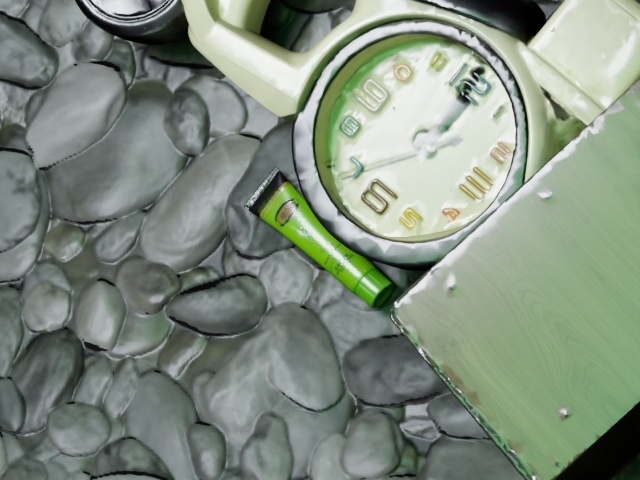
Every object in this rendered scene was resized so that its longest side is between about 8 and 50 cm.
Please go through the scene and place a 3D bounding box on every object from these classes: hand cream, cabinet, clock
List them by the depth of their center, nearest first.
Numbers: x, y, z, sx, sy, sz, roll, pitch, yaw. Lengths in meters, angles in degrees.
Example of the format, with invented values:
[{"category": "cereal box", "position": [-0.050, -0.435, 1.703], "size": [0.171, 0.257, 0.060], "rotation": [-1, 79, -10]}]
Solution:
[{"category": "cabinet", "position": [0.181, 0.027, 1.187], "size": [0.215, 0.175, 0.148], "rotation": [-43, 72, 9]}, {"category": "clock", "position": [0.031, -0.159, 1.303], "size": [0.379, 0.120, 0.276], "rotation": [44, 101, 14]}, {"category": "hand cream", "position": [0.000, 0.000, 1.333], "size": [0.122, 0.023, 0.036], "rotation": [42, 100, 23]}]
